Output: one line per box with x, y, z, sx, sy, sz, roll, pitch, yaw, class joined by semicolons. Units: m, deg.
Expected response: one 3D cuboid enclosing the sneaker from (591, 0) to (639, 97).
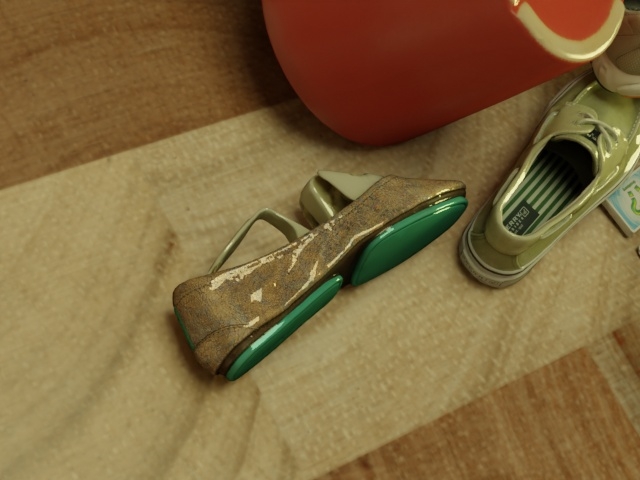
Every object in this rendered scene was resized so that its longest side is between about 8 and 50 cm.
0.306;-0.276;1.365;0.099;0.121;0.262;-5;59;-8;sneaker

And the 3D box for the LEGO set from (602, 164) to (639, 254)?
0.389;-0.086;1.454;0.244;0.060;0.182;-33;85;-34;LEGO set

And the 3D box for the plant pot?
0.123;-0.235;1.241;0.275;0.243;0.275;6;81;-45;plant pot

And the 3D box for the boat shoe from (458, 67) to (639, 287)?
0.247;-0.074;1.339;0.109;0.094;0.302;39;62;1;boat shoe

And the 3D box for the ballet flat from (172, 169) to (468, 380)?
0.000;0.000;1.206;0.316;0.107;0.106;-32;73;-35;ballet flat
